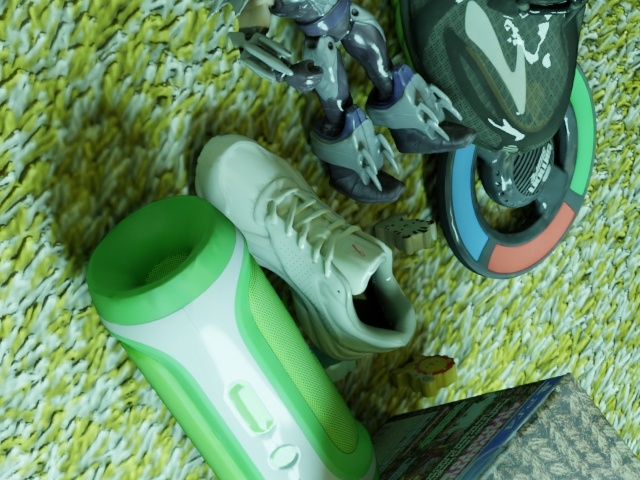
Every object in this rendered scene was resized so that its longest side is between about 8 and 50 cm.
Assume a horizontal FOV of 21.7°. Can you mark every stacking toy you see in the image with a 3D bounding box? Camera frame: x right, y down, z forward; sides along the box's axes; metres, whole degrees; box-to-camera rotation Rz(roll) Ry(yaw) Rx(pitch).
[{"bbox_3d":[0.030,0.093,1.452,0.221,0.052,0.167,-30,123,-36],"label":"stacking toy"}]

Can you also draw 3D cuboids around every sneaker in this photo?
[{"bbox_3d":[0.182,-0.272,1.333,0.185,0.202,0.483,-7,124,-22],"label":"sneaker"},{"bbox_3d":[0.000,0.000,1.316,0.232,0.115,0.090,46,64,-22],"label":"sneaker"}]

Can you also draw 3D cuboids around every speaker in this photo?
[{"bbox_3d":[-0.061,0.108,1.289,0.131,0.131,0.296,-49,128,-25],"label":"speaker"}]

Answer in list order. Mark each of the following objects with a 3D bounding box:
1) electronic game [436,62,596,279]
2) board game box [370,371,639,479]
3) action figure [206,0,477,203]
[{"bbox_3d":[0.187,-0.075,1.568,0.229,0.048,0.229,-17,114,-43],"label":"electronic game"},{"bbox_3d":[0.101,0.254,1.382,0.232,0.291,0.141,-44,99,-29],"label":"board game box"},{"bbox_3d":[0.014,-0.165,1.320,0.185,0.099,0.285,-47,129,-20],"label":"action figure"}]
